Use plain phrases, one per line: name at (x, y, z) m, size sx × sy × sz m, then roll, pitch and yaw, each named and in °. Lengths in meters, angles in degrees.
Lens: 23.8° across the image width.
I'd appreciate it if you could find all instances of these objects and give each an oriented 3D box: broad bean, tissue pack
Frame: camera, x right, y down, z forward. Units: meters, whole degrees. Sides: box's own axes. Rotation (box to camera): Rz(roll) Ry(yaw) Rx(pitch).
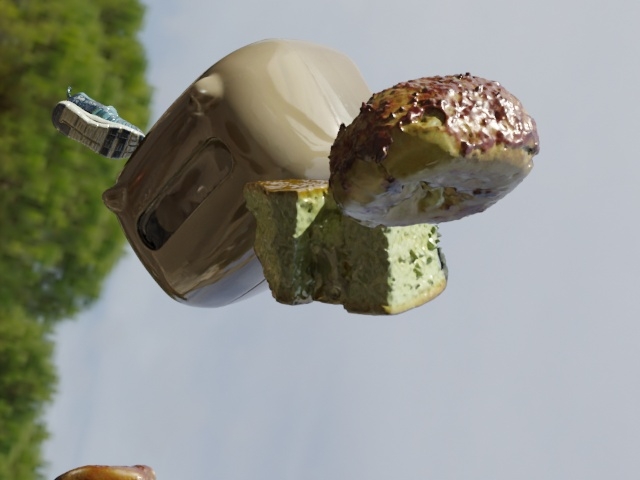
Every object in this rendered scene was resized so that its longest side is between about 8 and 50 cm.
broad bean at (-0.330, 0.383, 2.283) m, size 0.084 × 0.165 × 0.114 m, roll -98°, pitch -169°, yaw -61°
tissue pack at (-0.105, -0.085, 2.080) m, size 0.387 × 0.276 × 0.267 m, roll -44°, pitch -110°, yaw 39°

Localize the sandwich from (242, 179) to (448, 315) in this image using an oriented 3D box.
sandwich at (0.000, 0.000, 1.549) m, size 0.235 × 0.128 × 0.122 m, roll 3°, pitch -78°, yaw 32°

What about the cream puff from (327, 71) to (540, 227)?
cream puff at (0.072, -0.065, 1.034) m, size 0.149 × 0.149 × 0.084 m, roll -43°, pitch -124°, yaw 54°

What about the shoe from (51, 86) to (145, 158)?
shoe at (-0.324, -0.172, 2.247) m, size 0.071 × 0.143 × 0.064 m, roll -72°, pitch -171°, yaw -49°
